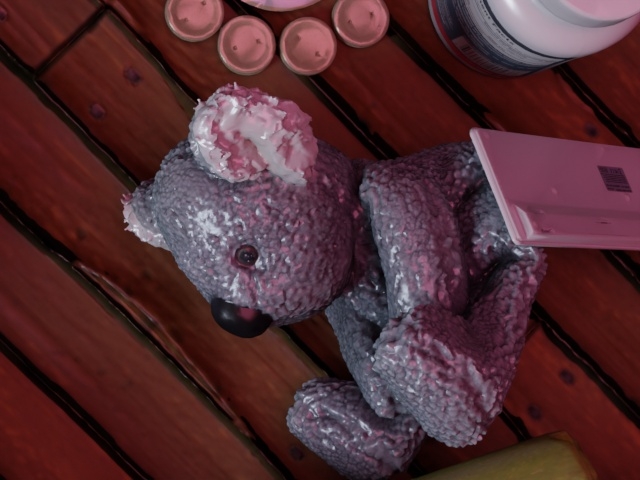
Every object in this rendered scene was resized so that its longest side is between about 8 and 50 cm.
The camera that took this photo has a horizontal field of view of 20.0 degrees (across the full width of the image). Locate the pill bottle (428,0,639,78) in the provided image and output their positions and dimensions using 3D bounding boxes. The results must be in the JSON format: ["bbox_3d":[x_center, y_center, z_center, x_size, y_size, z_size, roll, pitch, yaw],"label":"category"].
[{"bbox_3d":[0.137,-0.158,1.071,0.108,0.180,0.108,0,88,-13],"label":"pill bottle"}]

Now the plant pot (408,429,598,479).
[{"bbox_3d":[0.060,0.233,0.966,0.254,0.276,0.276,-27,94,4],"label":"plant pot"}]

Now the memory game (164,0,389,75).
[{"bbox_3d":[-0.026,-0.191,1.123,0.186,0.012,0.186,0,88,-13],"label":"memory game"}]

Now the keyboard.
[{"bbox_3d":[0.177,-0.027,1.077,0.256,0.014,0.072,3,56,-49],"label":"keyboard"}]

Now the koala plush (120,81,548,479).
[{"bbox_3d":[0.000,0.000,1.043,0.221,0.196,0.203,26,66,-10],"label":"koala plush"}]
